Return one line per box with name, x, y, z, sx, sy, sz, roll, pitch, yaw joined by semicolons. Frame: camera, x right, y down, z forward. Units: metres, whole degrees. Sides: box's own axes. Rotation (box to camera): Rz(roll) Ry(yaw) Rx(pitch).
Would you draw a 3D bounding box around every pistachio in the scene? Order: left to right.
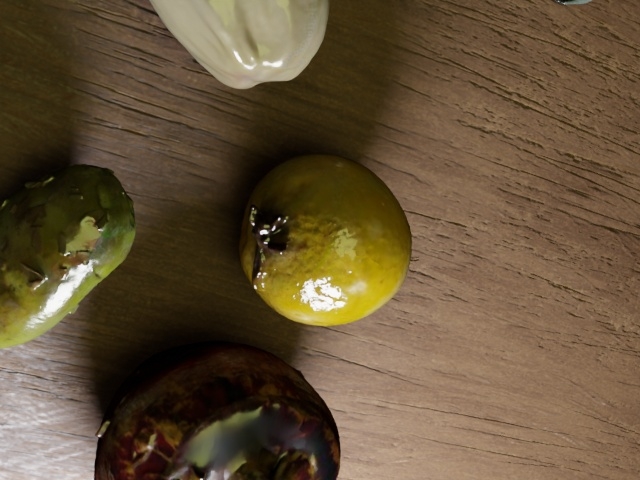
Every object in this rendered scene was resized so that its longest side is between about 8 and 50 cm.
pistachio;-0.109;-0.332;1.527;0.331;0.208;0.226;59;36;-19

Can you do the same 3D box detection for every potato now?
potato;-0.345;0.021;1.587;0.298;0.176;0.141;-38;125;20

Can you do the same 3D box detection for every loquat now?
loquat;0.000;0.000;1.712;0.244;0.244;0.243;-11;117;-23

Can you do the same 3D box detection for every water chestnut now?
water chestnut;-0.131;0.305;1.734;0.351;0.302;0.350;-14;119;-26

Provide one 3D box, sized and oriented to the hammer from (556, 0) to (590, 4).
hammer;0.314;-0.419;1.800;0.246;0.029;0.103;39;91;-33
